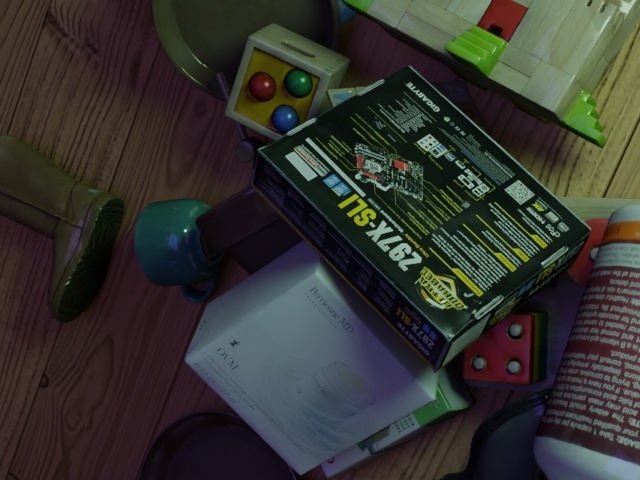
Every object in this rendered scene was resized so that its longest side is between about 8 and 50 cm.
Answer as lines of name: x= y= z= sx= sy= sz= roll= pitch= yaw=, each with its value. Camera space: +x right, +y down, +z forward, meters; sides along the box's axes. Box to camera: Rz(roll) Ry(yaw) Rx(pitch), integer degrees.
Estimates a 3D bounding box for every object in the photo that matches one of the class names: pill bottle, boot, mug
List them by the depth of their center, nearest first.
pill bottle: x=0.363 y=0.177 z=1.255 sx=0.224 sy=0.224 sz=0.392 roll=16 pitch=81 yaw=29
boot: x=0.258 y=0.344 z=1.422 sx=0.223 sy=0.118 sz=0.338 roll=64 pitch=145 yaw=33
mug: x=-0.195 y=0.008 z=1.746 sx=0.097 sy=0.158 sz=0.129 roll=-5 pitch=64 yaw=28
boot: x=-0.464 y=-0.021 z=1.921 sx=0.269 sy=0.089 sz=0.236 roll=25 pitch=92 yaw=28

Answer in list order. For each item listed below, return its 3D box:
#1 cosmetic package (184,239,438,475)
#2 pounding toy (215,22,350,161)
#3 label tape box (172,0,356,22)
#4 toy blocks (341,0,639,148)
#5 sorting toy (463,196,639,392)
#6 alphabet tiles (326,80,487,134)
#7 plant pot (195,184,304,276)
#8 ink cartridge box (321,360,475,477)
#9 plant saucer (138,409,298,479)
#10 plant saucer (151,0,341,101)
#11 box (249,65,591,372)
cosmetic package: x=-0.005 y=0.137 z=1.453 sx=0.224 sy=0.138 sz=0.224 roll=-35 pitch=109 yaw=25
pounding toy: x=-0.084 y=-0.190 z=1.634 sx=0.181 sy=0.094 sz=0.206 roll=27 pitch=120 yaw=10
label tape box: x=-0.123 y=-0.426 z=1.700 sx=0.240 sy=0.106 sz=0.334 roll=-28 pitch=76 yaw=28
toy blocks: x=0.251 y=-0.324 z=1.461 sx=0.381 sy=0.191 sz=0.261 roll=33 pitch=95 yaw=25
sorting toy: x=0.294 y=0.071 z=1.469 sx=0.257 sy=0.089 sz=0.255 roll=3 pitch=92 yaw=31
alphabet tiles: x=0.132 y=-0.110 z=1.481 sx=0.009 sy=0.198 sz=0.237 roll=110 pitch=148 yaw=-51
plant pot: x=0.000 y=0.000 z=1.574 sx=0.263 sy=0.263 sz=0.229 roll=-31 pitch=93 yaw=27
ink cartridge box: x=0.075 y=0.208 z=1.597 sx=0.219 sy=0.092 sz=0.160 roll=-35 pitch=73 yaw=25
plant saucer: x=-0.144 y=0.409 z=1.754 sx=0.310 sy=0.050 sz=0.311 roll=0 pitch=90 yaw=30
plant saucer: x=-0.103 y=-0.320 z=1.653 sx=0.278 sy=0.041 sz=0.278 roll=7 pitch=126 yaw=10
box: x=0.117 y=-0.038 z=1.370 sx=0.322 sy=0.257 sz=0.079 roll=45 pitch=149 yaw=19
